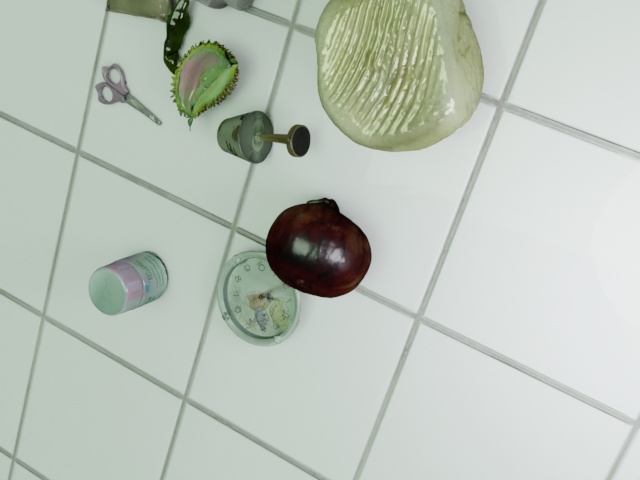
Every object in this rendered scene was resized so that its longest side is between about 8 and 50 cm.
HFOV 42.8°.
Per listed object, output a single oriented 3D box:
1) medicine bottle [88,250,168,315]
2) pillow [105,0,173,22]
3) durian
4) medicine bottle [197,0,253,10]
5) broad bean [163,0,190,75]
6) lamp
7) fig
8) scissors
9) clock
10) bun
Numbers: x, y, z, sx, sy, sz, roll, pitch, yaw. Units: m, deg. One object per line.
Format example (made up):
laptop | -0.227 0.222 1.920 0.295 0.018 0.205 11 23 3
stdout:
medicine bottle | -0.482 0.107 2.047 0.135 0.168 0.135 5 103 25
pillow | -0.428 -0.588 1.934 0.208 0.053 0.119 16 111 22
durian | -0.260 -0.370 1.880 0.220 0.095 0.137 -42 71 30
medicine bottle | -0.237 -0.592 1.822 0.188 0.088 0.132 32 113 16
broad bean | -0.338 -0.479 1.919 0.061 0.046 0.195 7 113 3
lamp | -0.129 -0.229 1.828 0.214 0.121 0.121 12 106 35
fig | -0.004 0.015 1.777 0.214 0.235 0.235 -43 79 -11
scissors | -0.475 -0.349 2.028 0.212 0.021 0.110 39 117 14
clock | -0.141 0.135 1.955 0.236 0.053 0.237 5 101 26
bun | 0.163 -0.351 1.605 0.352 0.227 0.349 31 113 19
